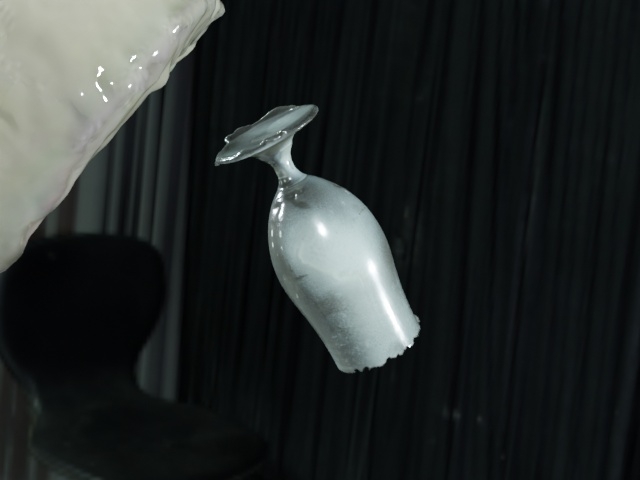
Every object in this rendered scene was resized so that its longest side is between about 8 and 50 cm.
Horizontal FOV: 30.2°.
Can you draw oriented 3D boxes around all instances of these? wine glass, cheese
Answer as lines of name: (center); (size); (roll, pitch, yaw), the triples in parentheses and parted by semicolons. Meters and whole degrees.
wine glass: (0.000, 0.000, 1.001); (0.103, 0.222, 0.103); (-25, 15, 7)
cheese: (-0.207, -0.089, 0.732); (0.153, 0.332, 0.292); (43, 31, -14)
